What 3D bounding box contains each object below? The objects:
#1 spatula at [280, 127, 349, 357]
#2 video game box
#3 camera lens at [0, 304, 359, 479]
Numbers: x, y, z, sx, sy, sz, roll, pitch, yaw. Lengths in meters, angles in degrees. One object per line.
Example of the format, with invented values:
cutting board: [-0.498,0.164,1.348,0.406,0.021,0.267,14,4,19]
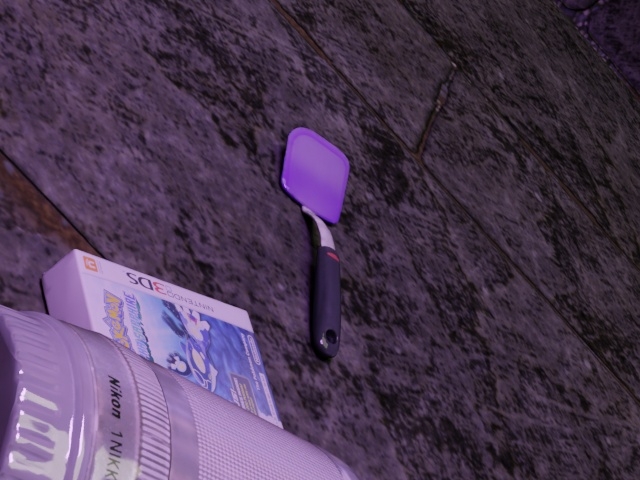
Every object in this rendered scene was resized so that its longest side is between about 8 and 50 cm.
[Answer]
spatula: [0.000,0.000,1.508,0.084,0.030,0.296,35,30,-29]
video game box: [-0.105,0.119,1.162,0.187,0.048,0.205,20,39,-44]
camera lens: [-0.116,0.176,0.865,0.274,0.219,0.219,32,32,-35]
